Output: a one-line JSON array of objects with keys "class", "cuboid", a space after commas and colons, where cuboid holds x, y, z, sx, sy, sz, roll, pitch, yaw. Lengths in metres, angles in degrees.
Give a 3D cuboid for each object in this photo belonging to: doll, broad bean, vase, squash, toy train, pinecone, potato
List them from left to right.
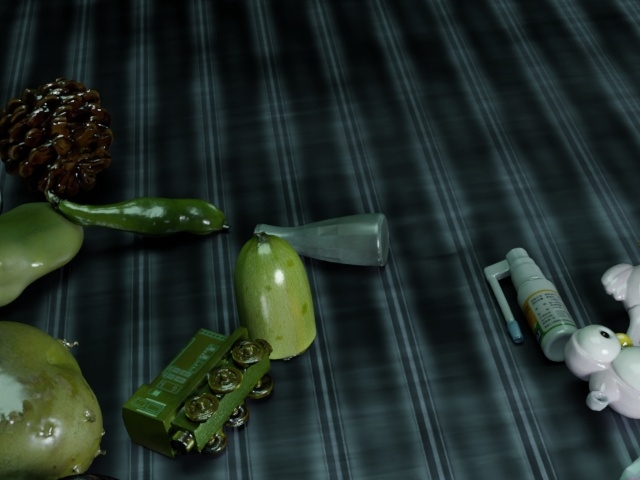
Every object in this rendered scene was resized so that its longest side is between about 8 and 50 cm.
[{"class": "potato", "cuboid": [-0.473, 0.246, 1.548, 0.359, 0.219, 0.270, -18, 47, -13]}, {"class": "broad bean", "cuboid": [-0.506, 0.018, 1.947, 0.189, 0.121, 0.263, 14, 27, 28]}, {"class": "pinecone", "cuboid": [-0.467, -0.171, 2.097, 0.221, 0.221, 0.221, -3, 38, 2]}, {"class": "broad bean", "cuboid": [-0.306, -0.052, 1.989, 0.318, 0.056, 0.098, 12, 54, -9]}, {"class": "toy train", "cuboid": [-0.164, 0.209, 1.667, 0.137, 0.090, 0.225, 14, 41, 28]}, {"class": "squash", "cuboid": [-0.071, 0.070, 1.763, 0.123, 0.187, 0.123, -4, 31, 3]}, {"class": "vase", "cuboid": [0.000, 0.000, 1.929, 0.214, 0.086, 0.086, -1, 38, 13]}, {"class": "doll", "cuboid": [0.450, 0.129, 1.686, 0.160, 0.094, 0.365, 34, 43, 9]}]

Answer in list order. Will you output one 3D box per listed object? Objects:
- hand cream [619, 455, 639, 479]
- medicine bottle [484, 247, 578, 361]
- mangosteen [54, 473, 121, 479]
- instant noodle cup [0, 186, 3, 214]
[{"class": "hand cream", "cuboid": [0.456, 0.290, 1.537, 0.275, 0.050, 0.079, -29, 69, -36]}, {"class": "medicine bottle", "cuboid": [0.316, 0.097, 1.787, 0.092, 0.061, 0.221, -25, 37, 6]}, {"class": "mangosteen", "cuboid": [-0.262, 0.386, 1.372, 0.216, 0.216, 0.216, -3, 38, 2]}, {"class": "instant noodle cup", "cuboid": [-0.678, -0.073, 2.023, 0.232, 0.207, 0.207, -19, 39, -31]}]
